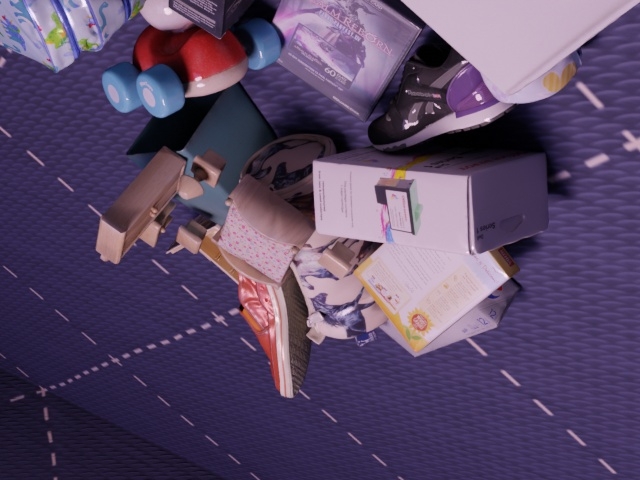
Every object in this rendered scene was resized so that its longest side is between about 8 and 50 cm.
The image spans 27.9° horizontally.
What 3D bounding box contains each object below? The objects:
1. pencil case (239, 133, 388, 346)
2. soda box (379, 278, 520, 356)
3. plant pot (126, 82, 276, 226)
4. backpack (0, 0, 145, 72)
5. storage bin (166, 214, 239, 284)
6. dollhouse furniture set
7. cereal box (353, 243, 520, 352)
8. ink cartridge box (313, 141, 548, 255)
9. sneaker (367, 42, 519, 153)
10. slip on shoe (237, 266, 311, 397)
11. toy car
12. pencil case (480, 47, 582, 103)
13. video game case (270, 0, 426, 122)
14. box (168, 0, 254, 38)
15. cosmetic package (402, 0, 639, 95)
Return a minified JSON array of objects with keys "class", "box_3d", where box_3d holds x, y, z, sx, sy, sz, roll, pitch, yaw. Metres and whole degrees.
[{"class":"pencil case","box_3d":[0.000,0.000,2.171,0.160,0.183,0.410,25,153,41]},{"class":"soda box","box_3d":[0.215,0.114,2.211,0.098,0.091,0.286,41,153,-9]},{"class":"plant pot","box_3d":[-0.166,-0.132,2.184,0.166,0.165,0.234,0,140,48]},{"class":"backpack","box_3d":[-0.404,-0.388,1.770,0.356,0.273,0.290,17,144,16]},{"class":"storage bin","box_3d":[-0.126,0.045,2.451,0.262,0.123,0.260,42,152,-14]},{"class":"dollhouse furniture set","box_3d":[-0.164,0.038,2.051,0.356,0.174,0.303,36,152,4]},{"class":"cereal box","box_3d":[0.181,0.048,2.045,0.173,0.047,0.240,53,129,8]},{"class":"ink cartridge box","box_3d":[0.159,-0.067,1.846,0.278,0.201,0.117,9,108,40]},{"class":"sneaker","box_3d":[0.154,-0.212,1.785,0.283,0.107,0.124,-15,110,52]},{"class":"slip on shoe","box_3d":[-0.088,0.125,2.286,0.101,0.123,0.331,-3,113,24]},{"class":"toy car","box_3d":[-0.215,-0.332,1.879,0.210,0.219,0.238,14,128,53]},{"class":"pencil case","box_3d":[0.215,-0.291,1.545,0.124,0.113,0.273,-2,135,38]},{"class":"video game case","box_3d":[0.026,-0.293,1.852,0.196,0.026,0.274,35,154,1]},{"class":"box","box_3d":[-0.122,-0.386,1.726,0.093,0.156,0.158,32,152,9]},{"class":"cosmetic package","box_3d":[0.180,-0.415,1.138,0.394,0.329,0.327,41,153,-5]}]
